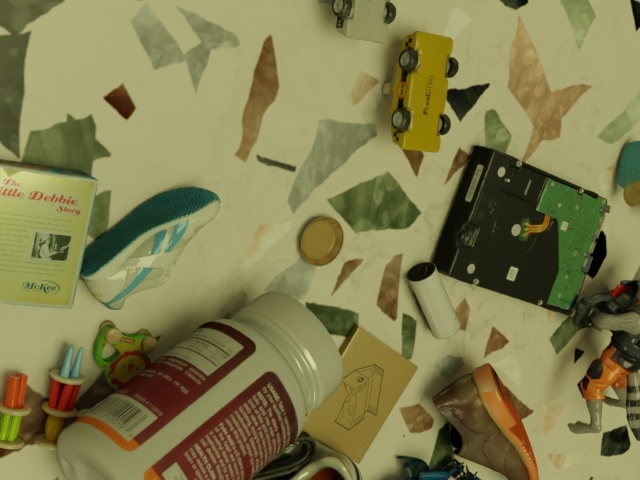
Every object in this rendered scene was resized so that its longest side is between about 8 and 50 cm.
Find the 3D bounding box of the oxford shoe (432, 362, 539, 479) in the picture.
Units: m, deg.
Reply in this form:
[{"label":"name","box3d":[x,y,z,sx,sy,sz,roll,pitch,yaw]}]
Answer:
[{"label":"oxford shoe","box3d":[0.313,0.365,2.124,0.132,0.130,0.364,-23,129,9]}]

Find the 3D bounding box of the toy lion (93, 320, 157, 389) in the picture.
[{"label":"toy lion","box3d":[-0.291,0.175,1.681,0.100,0.034,0.096,19,100,-37]}]

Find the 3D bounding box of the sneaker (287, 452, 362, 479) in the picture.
[{"label":"sneaker","box3d":[-0.046,0.488,1.867,0.321,0.126,0.127,-61,162,-14]}]

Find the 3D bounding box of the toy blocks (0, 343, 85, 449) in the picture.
[{"label":"toy blocks","box3d":[-0.395,0.216,1.603,0.123,0.054,0.148,10,98,-37]}]

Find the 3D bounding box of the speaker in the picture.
[{"label":"speaker","box3d":[0.197,0.104,1.981,0.055,0.055,0.136,-38,122,-20]}]

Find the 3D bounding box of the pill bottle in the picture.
[{"label":"pill bottle","box3d":[-0.165,0.255,1.654,0.392,0.224,0.224,-37,122,-32]}]

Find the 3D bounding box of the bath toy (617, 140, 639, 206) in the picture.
[{"label":"bath toy","box3d":[0.743,-0.114,2.250,0.348,0.129,0.151,0,103,-36]}]

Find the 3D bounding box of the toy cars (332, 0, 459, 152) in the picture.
[{"label":"toy cars","box3d":[0.103,-0.317,1.775,0.176,0.087,0.394,-42,120,-23]}]

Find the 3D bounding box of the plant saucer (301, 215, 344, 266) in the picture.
[{"label":"plant saucer","box3d":[0.000,0.000,1.837,0.083,0.015,0.083,-11,110,-31]}]

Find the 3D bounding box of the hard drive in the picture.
[{"label":"hard drive","box3d":[0.368,-0.013,2.060,0.339,0.064,0.237,17,94,-36]}]

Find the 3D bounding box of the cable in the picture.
[{"label":"cable","box3d":[-0.129,0.385,1.821,0.287,0.072,0.139,-1,105,-30]}]

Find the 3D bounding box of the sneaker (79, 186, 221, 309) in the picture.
[{"label":"sneaker","box3d":[-0.238,0.006,1.638,0.228,0.087,0.092,-35,128,-13]}]

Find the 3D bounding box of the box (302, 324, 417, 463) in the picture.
[{"label":"box","box3d":[0.063,0.266,1.957,0.164,0.021,0.201,37,83,-36]}]

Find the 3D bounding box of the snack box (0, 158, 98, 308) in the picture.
[{"label":"snack box","box3d":[-0.462,-0.017,1.483,0.322,0.060,0.187,8,100,-36]}]

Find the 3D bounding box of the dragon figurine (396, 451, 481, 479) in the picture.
[{"label":"dragon figurine","box3d":[0.177,0.439,2.046,0.289,0.085,0.144,26,86,-42]}]

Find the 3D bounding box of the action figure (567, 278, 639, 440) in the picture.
[{"label":"action figure","box3d":[0.625,0.203,2.223,0.341,0.178,0.330,-8,121,-43]}]
